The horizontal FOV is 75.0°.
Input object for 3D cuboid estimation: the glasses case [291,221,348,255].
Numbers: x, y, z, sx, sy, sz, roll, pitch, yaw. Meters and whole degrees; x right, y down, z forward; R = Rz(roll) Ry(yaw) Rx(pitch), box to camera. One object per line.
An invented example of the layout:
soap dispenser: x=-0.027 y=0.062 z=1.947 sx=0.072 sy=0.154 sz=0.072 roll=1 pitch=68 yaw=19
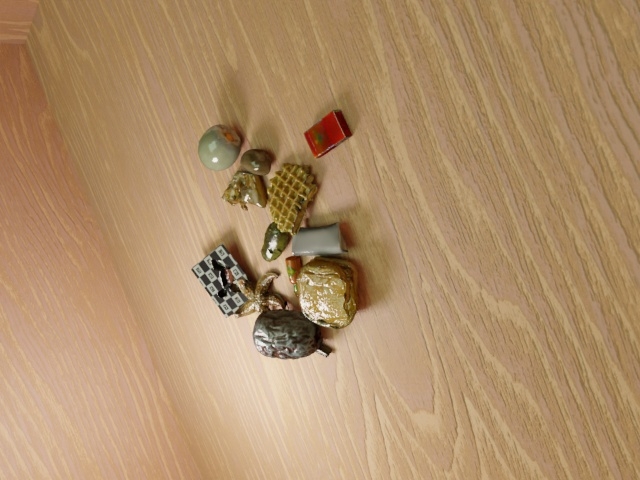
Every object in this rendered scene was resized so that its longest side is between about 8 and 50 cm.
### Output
glasses case: x=0.000 y=-0.002 z=1.705 sx=0.308 sy=0.083 sz=0.128 roll=-4 pitch=91 yaw=48

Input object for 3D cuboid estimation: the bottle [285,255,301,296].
bottle: x=-0.110 y=0.164 z=1.879 sx=0.069 sy=0.069 sz=0.187 roll=0 pitch=107 yaw=42

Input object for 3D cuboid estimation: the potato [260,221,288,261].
potato: x=-0.209 y=0.008 z=1.891 sx=0.117 sy=0.090 sz=0.225 roll=42 pitch=128 yaw=22

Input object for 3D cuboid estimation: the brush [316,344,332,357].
brush: x=-0.051 y=0.487 z=1.966 sx=0.248 sy=0.043 sz=0.036 roll=18 pitch=124 yaw=37

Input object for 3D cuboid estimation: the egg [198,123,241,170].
egg: x=-0.465 y=-0.410 z=1.893 sx=0.217 sy=0.183 sz=0.183 roll=-41 pitch=78 yaw=32

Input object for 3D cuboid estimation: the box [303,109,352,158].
box: x=0.025 y=-0.395 z=1.558 sx=0.175 sy=0.048 sz=0.112 roll=-24 pitch=91 yaw=44

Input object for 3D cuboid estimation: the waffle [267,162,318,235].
waffle: x=-0.121 y=-0.176 z=1.731 sx=0.283 sy=0.065 sz=0.309 roll=-14 pitch=87 yaw=40

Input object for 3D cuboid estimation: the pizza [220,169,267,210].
pizza: x=-0.371 y=-0.233 z=1.958 sx=0.297 sy=0.071 sz=0.189 roll=8 pitch=112 yaw=40

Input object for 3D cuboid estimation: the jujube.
jujube: x=-0.153 y=0.425 z=1.888 sx=0.317 sy=0.226 sz=0.225 roll=2 pitch=109 yaw=14

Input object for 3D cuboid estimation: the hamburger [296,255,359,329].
hamburger: x=0.041 y=0.213 z=1.699 sx=0.319 sy=0.158 sz=0.318 roll=16 pitch=115 yaw=37

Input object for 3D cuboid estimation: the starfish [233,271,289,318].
starfish: x=-0.286 y=0.302 z=2.053 sx=0.303 sy=0.113 sz=0.311 roll=3 pitch=107 yaw=22

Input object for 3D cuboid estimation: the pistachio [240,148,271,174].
pistachio: x=-0.283 y=-0.342 z=1.820 sx=0.186 sy=0.108 sz=0.126 roll=20 pitch=149 yaw=43

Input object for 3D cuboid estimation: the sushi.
sushi: x=-0.495 y=0.212 z=2.236 sx=0.359 sy=0.064 sz=0.343 roll=-33 pitch=94 yaw=39
